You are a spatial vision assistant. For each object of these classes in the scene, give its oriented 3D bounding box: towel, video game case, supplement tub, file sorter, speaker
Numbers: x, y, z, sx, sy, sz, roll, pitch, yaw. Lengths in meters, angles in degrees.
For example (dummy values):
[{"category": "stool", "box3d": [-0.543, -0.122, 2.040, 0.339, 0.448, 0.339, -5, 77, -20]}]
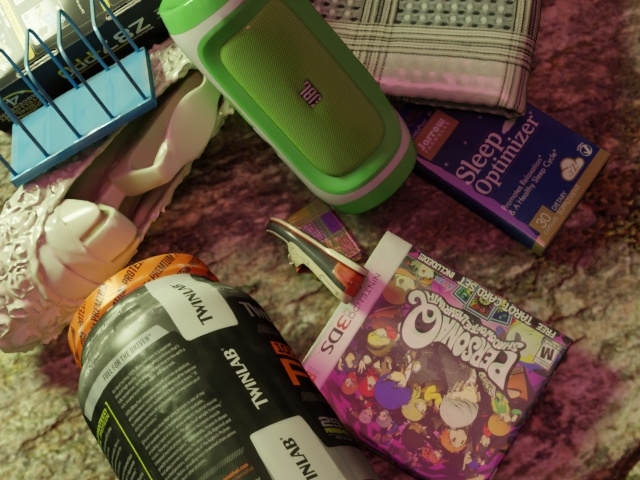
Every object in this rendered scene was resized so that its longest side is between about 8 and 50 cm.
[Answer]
[{"category": "towel", "box3d": [0.091, -0.298, 1.443, 0.324, 0.056, 0.312, 8, 70, 10]}, {"category": "video game case", "box3d": [0.112, 0.134, 1.329, 0.232, 0.042, 0.210, 31, 76, 10]}, {"category": "supplement tub", "box3d": [-0.095, 0.186, 1.209, 0.207, 0.207, 0.338, -32, 61, -9]}, {"category": "file sorter", "box3d": [-0.270, -0.160, 1.299, 0.170, 0.104, 0.118, -29, 35, 9]}, {"category": "speaker", "box3d": [-0.028, -0.163, 1.311, 0.131, 0.131, 0.296, -50, 117, -14]}, {"category": "towel", "box3d": [0.000, 0.000, 1.391, 0.060, 0.009, 0.083, -33, 74, -9]}]

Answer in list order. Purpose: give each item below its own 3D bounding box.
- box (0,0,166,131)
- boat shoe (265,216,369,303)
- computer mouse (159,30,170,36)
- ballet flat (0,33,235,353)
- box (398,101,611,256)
[{"category": "box", "box3d": [-0.327, -0.370, 1.432, 0.318, 0.097, 0.395, -32, 72, 10]}, {"category": "boat shoe", "box3d": [-0.010, 0.018, 1.347, 0.137, 0.049, 0.043, 32, 95, 30]}, {"category": "computer mouse", "box3d": [-0.162, -0.370, 1.483, 0.188, 0.072, 0.272, 13, 72, 4]}, {"category": "ballet flat", "box3d": [-0.214, -0.058, 1.330, 0.147, 0.147, 0.409, 30, 74, 10]}, {"category": "box", "box3d": [0.189, -0.100, 1.410, 0.225, 0.036, 0.136, 34, 75, 12]}]
